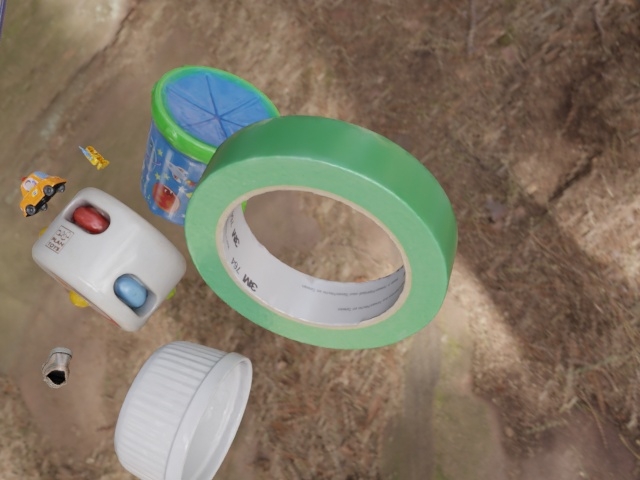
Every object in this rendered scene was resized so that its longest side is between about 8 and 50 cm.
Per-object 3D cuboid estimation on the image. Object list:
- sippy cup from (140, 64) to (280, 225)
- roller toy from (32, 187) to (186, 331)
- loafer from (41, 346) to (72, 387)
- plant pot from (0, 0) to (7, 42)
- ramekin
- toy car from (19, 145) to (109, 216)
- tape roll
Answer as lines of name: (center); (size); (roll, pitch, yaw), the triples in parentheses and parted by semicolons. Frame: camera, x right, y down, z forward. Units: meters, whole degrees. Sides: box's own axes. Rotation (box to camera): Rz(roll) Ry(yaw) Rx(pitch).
sippy cup: (-0.211, -0.149, 1.778); (0.224, 0.240, 0.305); (-59, 6, 40)
roller toy: (-0.304, 0.031, 1.430); (0.146, 0.209, 0.191); (-52, 6, -14)
loafer: (-0.419, 0.211, 1.601); (0.125, 0.045, 0.039); (122, 152, -53)
plant pot: (-0.531, -0.284, 1.273); (0.212, 0.236, 0.236); (-27, 51, 35)
ramekin: (-0.183, 0.231, 1.330); (0.109, 0.207, 0.207); (20, 77, 13)
toy car: (-0.302, -0.071, 1.158); (0.040, 0.122, 0.060); (46, 122, 0)
tape roll: (0.000, 0.000, 1.203); (0.321, 0.321, 0.077); (-11, 38, 30)
